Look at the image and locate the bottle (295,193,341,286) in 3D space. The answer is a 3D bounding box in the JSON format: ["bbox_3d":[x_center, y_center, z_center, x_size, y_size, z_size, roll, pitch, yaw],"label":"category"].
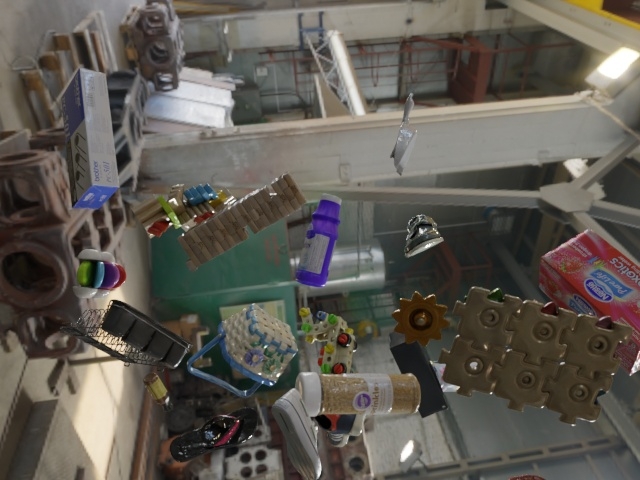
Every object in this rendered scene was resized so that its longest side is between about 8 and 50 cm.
[{"bbox_3d":[0.000,0.000,1.590,0.118,0.092,0.283,169,-63,-72],"label":"bottle"}]

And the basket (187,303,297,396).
[{"bbox_3d":[-0.239,0.359,1.627,0.255,0.289,0.201,35,21,-32],"label":"basket"}]

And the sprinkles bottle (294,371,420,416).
[{"bbox_3d":[0.108,0.445,1.504,0.121,0.355,0.121,-176,-90,-74],"label":"sprinkles bottle"}]

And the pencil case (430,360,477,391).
[{"bbox_3d":[0.543,0.544,2.073,0.124,0.273,0.113,-110,-148,-52],"label":"pencil case"}]

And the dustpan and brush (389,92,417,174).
[{"bbox_3d":[0.226,-0.286,1.383,0.211,0.060,0.147,-67,168,7],"label":"dustpan and brush"}]

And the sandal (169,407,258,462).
[{"bbox_3d":[-0.196,0.364,0.982,0.067,0.179,0.040,44,-44,40],"label":"sandal"}]

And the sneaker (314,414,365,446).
[{"bbox_3d":[0.042,0.592,1.722,0.350,0.148,0.131,111,-1,-57],"label":"sneaker"}]

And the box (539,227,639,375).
[{"bbox_3d":[0.573,0.115,1.027,0.257,0.128,0.122,57,-5,42],"label":"box"}]

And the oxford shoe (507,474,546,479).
[{"bbox_3d":[0.542,0.668,1.249,0.130,0.348,0.123,-47,-154,29],"label":"oxford shoe"}]

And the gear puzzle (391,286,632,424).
[{"bbox_3d":[0.271,0.159,0.785,0.044,0.339,0.175,-61,165,-77],"label":"gear puzzle"}]

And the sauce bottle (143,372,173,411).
[{"bbox_3d":[-0.451,0.427,1.446,0.042,0.042,0.128,-106,180,-60],"label":"sauce bottle"}]

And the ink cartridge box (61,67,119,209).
[{"bbox_3d":[-0.381,-0.165,0.849,0.097,0.046,0.207,-27,-111,43],"label":"ink cartridge box"}]

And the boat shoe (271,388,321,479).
[{"bbox_3d":[-0.036,0.443,1.181,0.076,0.083,0.226,-38,120,-44],"label":"boat shoe"}]

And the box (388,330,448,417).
[{"bbox_3d":[0.330,0.440,1.771,0.184,0.103,0.261,-48,113,-84],"label":"box"}]

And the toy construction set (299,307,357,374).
[{"bbox_3d":[0.014,0.390,1.758,0.151,0.215,0.327,30,60,-59],"label":"toy construction set"}]

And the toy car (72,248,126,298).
[{"bbox_3d":[-0.727,0.117,1.727,0.182,0.136,0.159,45,51,-78],"label":"toy car"}]

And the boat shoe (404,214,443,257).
[{"bbox_3d":[0.288,-0.022,1.513,0.099,0.116,0.319,65,14,2],"label":"boat shoe"}]

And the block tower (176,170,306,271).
[{"bbox_3d":[-0.202,-0.051,1.304,0.097,0.335,0.091,58,4,-12],"label":"block tower"}]

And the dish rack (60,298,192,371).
[{"bbox_3d":[-0.443,0.216,1.152,0.208,0.271,0.074,45,53,-33],"label":"dish rack"}]

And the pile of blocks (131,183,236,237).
[{"bbox_3d":[-0.420,-0.099,1.692,0.112,0.362,0.149,48,-41,27],"label":"pile of blocks"}]
